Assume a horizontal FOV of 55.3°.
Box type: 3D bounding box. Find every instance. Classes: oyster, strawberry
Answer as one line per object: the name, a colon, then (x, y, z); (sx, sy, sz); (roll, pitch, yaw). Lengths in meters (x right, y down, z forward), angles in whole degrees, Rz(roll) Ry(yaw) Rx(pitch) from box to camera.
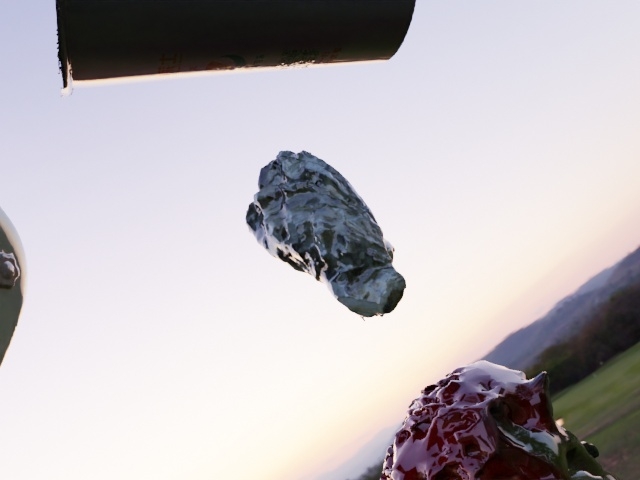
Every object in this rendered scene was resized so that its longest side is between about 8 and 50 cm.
oyster: (0.000, 0.000, 0.404); (0.064, 0.125, 0.177); (-45, 1, -10)
strawberry: (0.110, 0.191, 0.402); (0.187, 0.184, 0.201); (35, -70, -23)

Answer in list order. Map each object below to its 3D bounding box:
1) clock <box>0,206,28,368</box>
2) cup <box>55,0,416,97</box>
clock: (-0.317, 0.017, 0.330); (0.109, 0.265, 0.324); (-7, -43, 14)
cup: (-0.076, -0.222, 0.520); (0.289, 0.203, 0.203); (-4, -30, -20)
